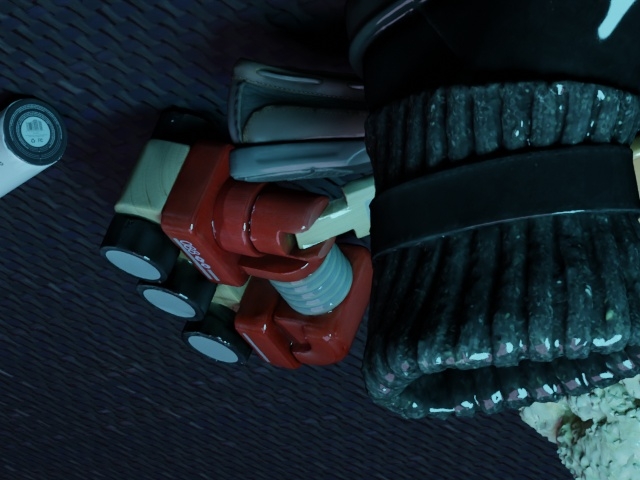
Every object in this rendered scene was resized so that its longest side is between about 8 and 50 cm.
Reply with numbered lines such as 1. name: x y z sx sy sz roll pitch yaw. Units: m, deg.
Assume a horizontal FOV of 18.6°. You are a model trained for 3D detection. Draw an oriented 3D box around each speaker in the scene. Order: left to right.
1. speaker: -0.250 -0.063 1.509 0.055 0.055 0.136 27 151 -25

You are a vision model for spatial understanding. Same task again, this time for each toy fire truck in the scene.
1. toy fire truck: 0.000 0.000 1.444 0.246 0.158 0.217 11 156 30

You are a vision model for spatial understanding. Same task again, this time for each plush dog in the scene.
1. plush dog: 0.269 0.105 1.482 0.262 0.211 0.225 8 127 7

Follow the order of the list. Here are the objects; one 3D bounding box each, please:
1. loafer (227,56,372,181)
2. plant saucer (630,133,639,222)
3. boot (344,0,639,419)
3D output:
1. loafer: 0.070 -0.091 1.262 0.267 0.084 0.096 -6 178 2
2. plant saucer: 0.231 -0.009 1.327 0.200 0.037 0.200 -9 137 -8
3. boot: 0.154 -0.066 1.030 0.131 0.260 0.348 21 143 -37
